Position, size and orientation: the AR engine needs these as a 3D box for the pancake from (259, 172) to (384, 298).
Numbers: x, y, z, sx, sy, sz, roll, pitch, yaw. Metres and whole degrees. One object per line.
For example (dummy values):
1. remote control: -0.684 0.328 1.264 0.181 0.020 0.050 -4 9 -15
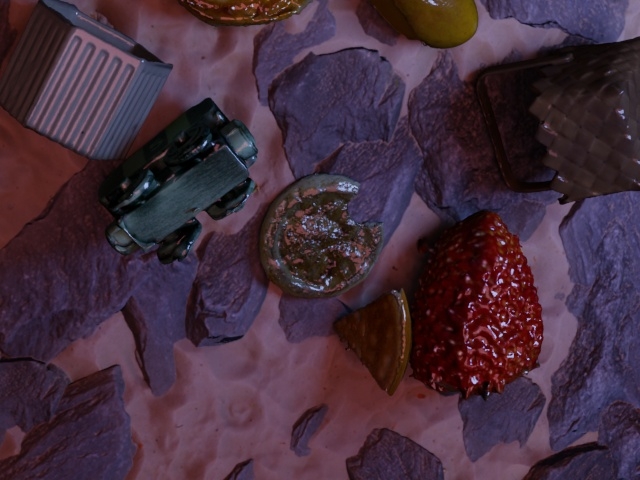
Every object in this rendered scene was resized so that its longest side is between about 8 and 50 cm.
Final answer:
1. pancake: 0.000 0.000 1.932 0.253 0.037 0.254 -4 109 -12

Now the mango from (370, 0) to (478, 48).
1. mango: 0.176 -0.437 1.775 0.167 0.130 0.262 -39 122 2

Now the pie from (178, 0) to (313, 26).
1. pie: -0.128 -0.505 1.706 0.315 0.092 0.315 -3 104 -14

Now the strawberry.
1. strawberry: 0.276 0.124 1.945 0.292 0.292 0.344 -7 86 -11

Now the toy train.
1. toy train: -0.237 -0.097 1.735 0.299 0.238 0.167 -37 113 4

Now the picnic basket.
1. picnic basket: 0.453 -0.212 1.851 0.321 0.291 0.254 -4 119 35

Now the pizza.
1. pizza: 0.107 0.171 1.948 0.053 0.193 0.201 -4 109 -41

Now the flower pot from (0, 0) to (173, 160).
1. flower pot: -0.385 -0.258 1.662 0.209 0.239 0.190 16 108 -50
